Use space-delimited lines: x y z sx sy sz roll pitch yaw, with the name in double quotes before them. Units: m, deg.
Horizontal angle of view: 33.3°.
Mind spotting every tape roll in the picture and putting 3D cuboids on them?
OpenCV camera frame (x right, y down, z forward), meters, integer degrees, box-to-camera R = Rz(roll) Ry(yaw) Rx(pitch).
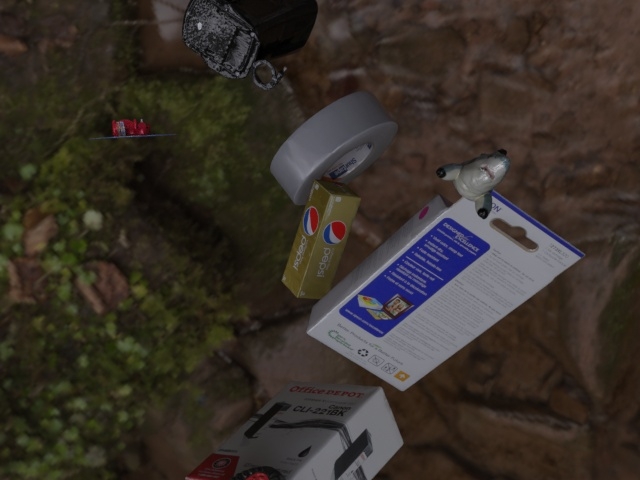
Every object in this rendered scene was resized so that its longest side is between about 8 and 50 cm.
"tape roll" 0.024 -0.154 1.803 0.072 0.219 0.219 52 133 13

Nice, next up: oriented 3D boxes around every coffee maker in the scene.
"coffee maker" -0.086 -0.298 1.545 0.120 0.178 0.171 -35 90 39

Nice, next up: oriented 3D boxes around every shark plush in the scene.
"shark plush" 0.186 -0.073 1.182 0.067 0.161 0.073 -46 79 14

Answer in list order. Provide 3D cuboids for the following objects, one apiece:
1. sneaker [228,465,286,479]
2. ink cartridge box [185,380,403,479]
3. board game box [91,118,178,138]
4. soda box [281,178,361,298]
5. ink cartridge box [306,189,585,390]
"sneaker" -0.094 0.419 1.453 0.104 0.125 0.262 28 105 35
"ink cartridge box" -0.034 0.332 1.617 0.197 0.273 0.114 -3 114 41
"board game box" -0.342 -0.205 1.957 0.168 0.133 0.033 6 100 55
"soda box" 0.000 0.000 1.675 0.061 0.058 0.181 44 123 51
"ink cartridge box" 0.156 0.057 1.416 0.175 0.069 0.371 33 132 -17
